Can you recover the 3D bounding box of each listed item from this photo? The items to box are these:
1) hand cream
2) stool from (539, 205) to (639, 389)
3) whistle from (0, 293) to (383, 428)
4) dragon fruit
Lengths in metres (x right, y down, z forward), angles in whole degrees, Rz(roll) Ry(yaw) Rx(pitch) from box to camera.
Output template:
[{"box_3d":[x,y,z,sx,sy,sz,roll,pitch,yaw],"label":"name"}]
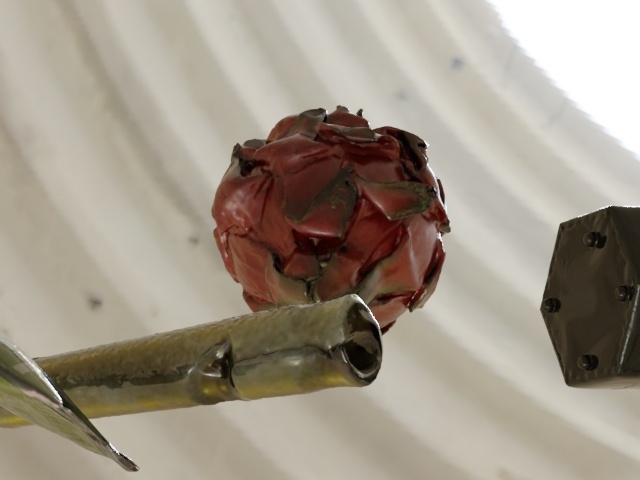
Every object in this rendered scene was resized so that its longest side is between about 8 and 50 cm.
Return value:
[{"box_3d":[-0.219,0.099,1.368,0.235,0.055,0.086,25,164,44],"label":"hand cream"},{"box_3d":[0.363,0.068,2.239,0.141,0.232,0.232,3,-149,-22],"label":"stool"},{"box_3d":[-0.107,0.095,1.414,0.326,0.057,0.068,-10,-145,30],"label":"whistle"},{"box_3d":[0.000,0.000,1.759,0.234,0.233,0.293,25,-148,8],"label":"dragon fruit"}]
